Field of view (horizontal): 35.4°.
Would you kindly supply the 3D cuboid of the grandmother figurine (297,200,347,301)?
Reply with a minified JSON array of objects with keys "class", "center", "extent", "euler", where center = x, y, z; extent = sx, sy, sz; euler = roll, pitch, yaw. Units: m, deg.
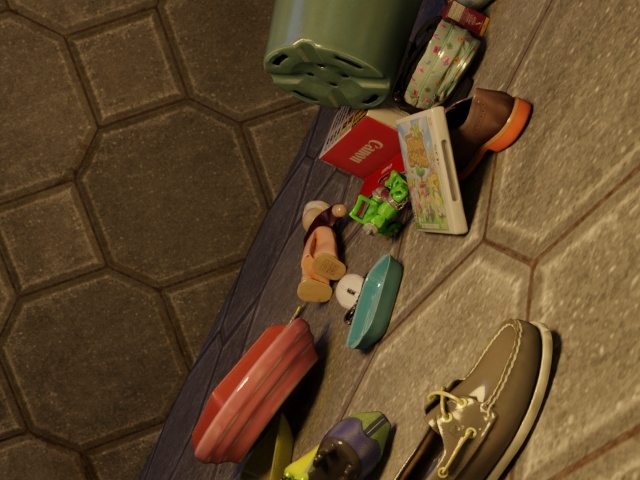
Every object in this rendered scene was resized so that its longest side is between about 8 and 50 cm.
[{"class":"grandmother figurine","center":[0.000,0.000,2.260],"extent":[0.208,0.104,0.342],"euler":[-52,17,18]}]

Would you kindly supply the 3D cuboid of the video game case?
[{"class":"video game case","center":[0.173,-0.107,1.588],"extent":[0.212,0.023,0.193],"euler":[-169,67,-79]}]

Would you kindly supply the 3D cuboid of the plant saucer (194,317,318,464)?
[{"class":"plant saucer","center":[-0.109,0.302,1.917],"extent":[0.332,0.084,0.332],"euler":[-53,-7,-10]}]

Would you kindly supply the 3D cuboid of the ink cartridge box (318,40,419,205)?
[{"class":"ink cartridge box","center":[0.120,-0.249,2.166],"extent":[0.272,0.130,0.309],"euler":[-69,12,-19]}]

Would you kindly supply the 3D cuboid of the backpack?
[{"class":"backpack","center":[0.222,-0.335,1.899],"extent":[0.182,0.115,0.152],"euler":[118,173,-52]}]

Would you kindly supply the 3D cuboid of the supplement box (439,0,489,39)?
[{"class":"supplement box","center":[0.276,-0.423,1.940],"extent":[0.043,0.083,0.055],"euler":[-67,10,-13]}]

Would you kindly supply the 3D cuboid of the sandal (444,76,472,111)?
[{"class":"sandal","center":[0.225,-0.225,1.848],"extent":[0.179,0.040,0.067],"euler":[-65,11,-5]}]

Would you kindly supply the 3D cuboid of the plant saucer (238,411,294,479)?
[{"class":"plant saucer","center":[-0.104,0.449,1.873],"extent":[0.188,0.045,0.188],"euler":[-57,13,31]}]

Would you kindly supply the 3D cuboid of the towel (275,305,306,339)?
[{"class":"towel","center":[-0.059,0.161,1.948],"extent":[0.083,0.009,0.060],"euler":[-54,-7,3]}]

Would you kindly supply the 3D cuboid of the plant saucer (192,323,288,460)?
[{"class":"plant saucer","center":[-0.169,0.302,2.061],"extent":[0.258,0.048,0.259],"euler":[-49,-8,-39]}]

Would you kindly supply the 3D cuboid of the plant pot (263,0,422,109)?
[{"class":"plant pot","center":[0.049,-0.456,1.954],"extent":[0.341,0.341,0.334],"euler":[145,140,-69]}]

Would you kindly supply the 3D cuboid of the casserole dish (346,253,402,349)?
[{"class":"casserole dish","center":[0.096,0.109,1.720],"extent":[0.114,0.037,0.188],"euler":[-48,21,55]}]

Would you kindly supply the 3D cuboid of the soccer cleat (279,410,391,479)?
[{"class":"soccer cleat","center":[0.026,0.333,1.489],"extent":[0.121,0.093,0.289],"euler":[-36,-11,-32]}]

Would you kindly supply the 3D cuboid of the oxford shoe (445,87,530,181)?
[{"class":"oxford shoe","center":[0.224,-0.171,1.580],"extent":[0.271,0.098,0.097],"euler":[-43,24,62]}]

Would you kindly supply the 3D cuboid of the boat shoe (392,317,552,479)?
[{"class":"boat shoe","center":[0.150,0.215,1.083],"extent":[0.305,0.091,0.109],"euler":[-64,11,4]}]

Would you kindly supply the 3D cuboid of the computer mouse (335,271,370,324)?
[{"class":"computer mouse","center":[0.059,0.100,1.898],"extent":[0.106,0.042,0.193],"euler":[-66,11,-1]}]

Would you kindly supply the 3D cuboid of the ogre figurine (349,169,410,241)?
[{"class":"ogre figurine","center":[0.121,-0.068,1.850],"extent":[0.118,0.097,0.197],"euler":[-51,25,10]}]

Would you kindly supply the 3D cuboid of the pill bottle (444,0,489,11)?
[{"class":"pill bottle","center":[0.304,-0.503,1.978],"extent":[0.087,0.087,0.160],"euler":[-67,12,-12]}]
